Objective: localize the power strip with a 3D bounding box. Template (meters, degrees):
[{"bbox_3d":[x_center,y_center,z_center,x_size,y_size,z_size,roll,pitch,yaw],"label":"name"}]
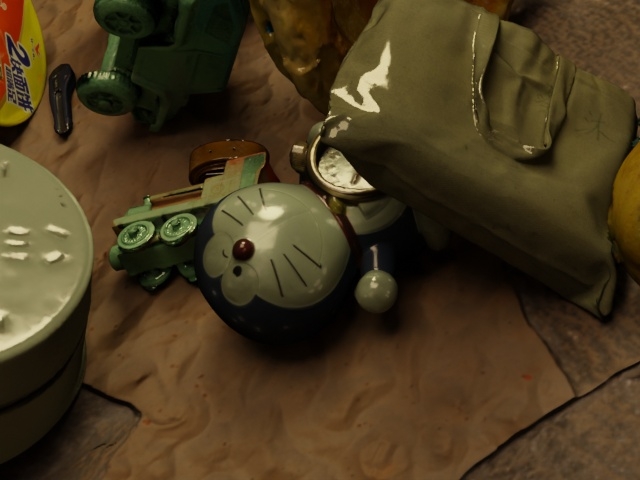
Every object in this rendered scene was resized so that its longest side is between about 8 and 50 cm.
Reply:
[{"bbox_3d":[-0.378,0.047,1.770,0.358,0.161,0.357,7,42,-6],"label":"power strip"}]

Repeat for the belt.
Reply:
[{"bbox_3d":[-0.094,-0.072,1.924,0.083,0.059,0.036,-4,47,5],"label":"belt"}]

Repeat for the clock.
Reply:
[{"bbox_3d":[0.000,0.000,1.754,0.243,0.146,0.199,-28,59,-12],"label":"clock"}]

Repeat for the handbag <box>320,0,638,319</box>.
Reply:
[{"bbox_3d":[0.153,-0.096,1.710,0.109,0.316,0.253,-47,19,47],"label":"handbag"}]

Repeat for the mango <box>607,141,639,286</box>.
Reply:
[{"bbox_3d":[0.360,-0.050,1.658,0.167,0.130,0.262,14,50,27],"label":"mango"}]

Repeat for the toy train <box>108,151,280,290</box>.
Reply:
[{"bbox_3d":[-0.127,-0.018,1.878,0.176,0.074,0.118,-12,40,19],"label":"toy train"}]

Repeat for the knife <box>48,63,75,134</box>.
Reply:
[{"bbox_3d":[-0.291,-0.157,2.122,0.031,0.018,0.121,-20,45,7],"label":"knife"}]

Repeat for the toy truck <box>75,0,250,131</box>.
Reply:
[{"bbox_3d":[-0.159,-0.237,1.960,0.156,0.279,0.155,14,59,-6],"label":"toy truck"}]

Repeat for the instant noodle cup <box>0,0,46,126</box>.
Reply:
[{"bbox_3d":[-0.440,-0.214,2.118,0.174,0.213,0.213,-12,44,24],"label":"instant noodle cup"}]

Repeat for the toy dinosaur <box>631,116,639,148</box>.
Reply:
[{"bbox_3d":[0.323,-0.116,1.767,0.049,0.055,0.154,33,34,10],"label":"toy dinosaur"}]

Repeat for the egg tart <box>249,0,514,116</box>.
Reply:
[{"bbox_3d":[0.055,-0.306,1.866,0.169,0.388,0.388,18,57,46],"label":"egg tart"}]
